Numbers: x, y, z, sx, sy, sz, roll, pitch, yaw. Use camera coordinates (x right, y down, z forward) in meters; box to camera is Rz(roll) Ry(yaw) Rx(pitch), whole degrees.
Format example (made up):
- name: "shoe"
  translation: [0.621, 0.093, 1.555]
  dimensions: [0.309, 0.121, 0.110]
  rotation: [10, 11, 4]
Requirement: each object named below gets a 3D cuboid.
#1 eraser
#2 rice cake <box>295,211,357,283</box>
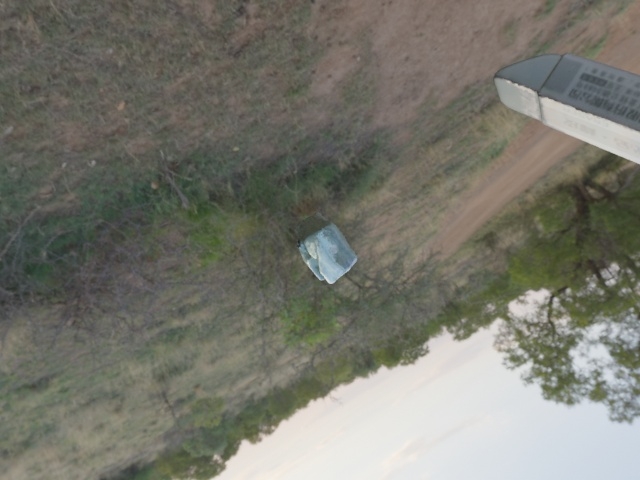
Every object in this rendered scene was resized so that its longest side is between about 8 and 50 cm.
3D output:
- name: "eraser"
  translation: [0.354, -0.118, 0.483]
  dimensions: [0.061, 0.352, 0.089]
  rotation: [-57, 149, 5]
- name: "rice cake"
  translation: [0.000, 0.000, 0.671]
  dimensions: [0.063, 0.066, 0.336]
  rotation: [-36, -173, 2]
